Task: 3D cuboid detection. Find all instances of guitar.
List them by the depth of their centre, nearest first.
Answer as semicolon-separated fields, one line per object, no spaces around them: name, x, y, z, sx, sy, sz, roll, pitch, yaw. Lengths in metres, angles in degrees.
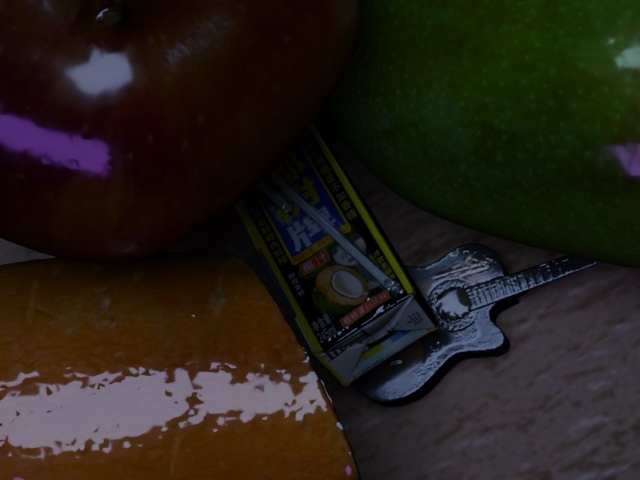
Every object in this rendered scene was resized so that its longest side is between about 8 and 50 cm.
guitar;0.117;0.028;1.061;0.233;0.025;0.088;-20;71;8

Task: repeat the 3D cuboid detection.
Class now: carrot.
carrot;-0.148;0.103;1.010;0.331;0.193;0.214;-10;45;0

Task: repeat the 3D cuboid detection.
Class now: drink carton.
drink carton;0.000;0.000;1.061;0.071;0.056;0.165;-32;55;2

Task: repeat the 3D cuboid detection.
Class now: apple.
apple;-0.121;-0.133;0.959;0.288;0.317;0.288;0;87;-7

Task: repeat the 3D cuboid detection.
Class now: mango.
mango;0.160;-0.102;0.996;0.382;0.201;0.225;12;98;30
